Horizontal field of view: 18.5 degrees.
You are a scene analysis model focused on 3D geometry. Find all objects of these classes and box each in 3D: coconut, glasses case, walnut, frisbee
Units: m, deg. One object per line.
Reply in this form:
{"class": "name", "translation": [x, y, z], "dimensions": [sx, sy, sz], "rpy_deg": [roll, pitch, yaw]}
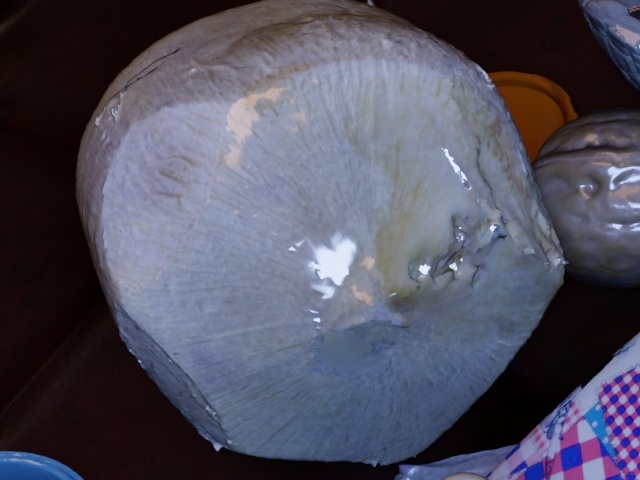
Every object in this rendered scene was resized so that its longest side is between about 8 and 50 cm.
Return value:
{"class": "coconut", "translation": [0.000, 0.000, 1.451], "dimensions": [0.346, 0.346, 0.360], "rpy_deg": [-34, 30, 0]}
{"class": "glasses case", "translation": [0.192, 0.166, 1.311], "dimensions": [0.327, 0.076, 0.125], "rpy_deg": [-46, 49, 14]}
{"class": "walnut", "translation": [0.233, -0.033, 1.504], "dimensions": [0.162, 0.140, 0.140], "rpy_deg": [-7, 45, 43]}
{"class": "frisbee", "translation": [0.134, -0.068, 1.684], "dimensions": [0.192, 0.035, 0.192], "rpy_deg": [-20, 41, 18]}

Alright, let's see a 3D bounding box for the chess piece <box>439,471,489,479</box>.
{"class": "chess piece", "translation": [0.135, 0.233, 1.147], "dimensions": [0.139, 0.307, 0.124], "rpy_deg": [-46, 40, -14]}

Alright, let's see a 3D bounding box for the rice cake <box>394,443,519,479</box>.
{"class": "rice cake", "translation": [0.173, 0.165, 1.403], "dimensions": [0.270, 0.049, 0.055], "rpy_deg": [-15, 64, 22]}

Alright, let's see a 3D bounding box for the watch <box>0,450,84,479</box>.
{"class": "watch", "translation": [-0.250, 0.261, 1.520], "dimensions": [0.211, 0.211, 0.193], "rpy_deg": [-2, 30, 33]}

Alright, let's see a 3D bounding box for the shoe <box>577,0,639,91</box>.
{"class": "shoe", "translation": [0.312, -0.176, 1.618], "dimensions": [0.125, 0.099, 0.227], "rpy_deg": [-45, 44, -2]}
